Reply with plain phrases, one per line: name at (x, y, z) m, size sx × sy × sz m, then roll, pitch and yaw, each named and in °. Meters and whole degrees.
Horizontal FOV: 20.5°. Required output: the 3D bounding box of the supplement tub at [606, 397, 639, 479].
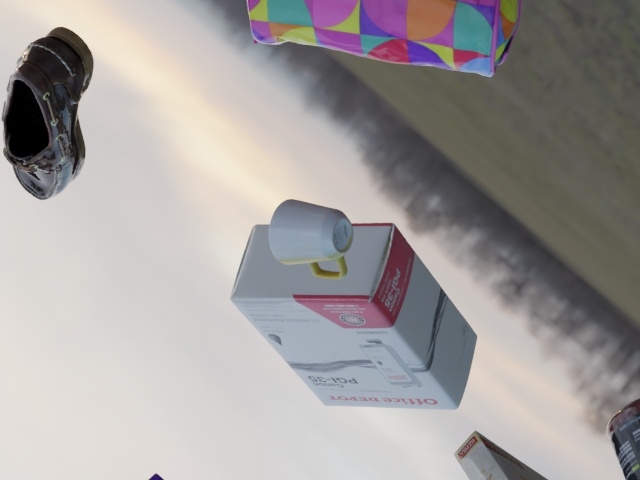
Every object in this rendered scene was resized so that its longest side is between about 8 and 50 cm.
supplement tub at (0.385, 0.267, 1.888) m, size 0.106 × 0.106 × 0.197 m, roll 33°, pitch -147°, yaw -54°

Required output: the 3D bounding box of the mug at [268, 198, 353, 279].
mug at (0.000, -0.004, 1.659) m, size 0.064 × 0.062 × 0.078 m, roll 3°, pitch 162°, yaw 37°

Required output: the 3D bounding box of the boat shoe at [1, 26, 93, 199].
boat shoe at (-0.246, -0.098, 1.534) m, size 0.073 × 0.073 × 0.207 m, roll 29°, pitch 145°, yaw 10°

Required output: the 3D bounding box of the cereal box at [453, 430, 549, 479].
cereal box at (0.254, 0.320, 1.967) m, size 0.173 × 0.047 × 0.240 m, roll 36°, pitch -170°, yaw -26°

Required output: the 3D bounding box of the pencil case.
pencil case at (0.052, -0.200, 1.514) m, size 0.236 × 0.104 × 0.104 m, roll 10°, pitch 174°, yaw 19°

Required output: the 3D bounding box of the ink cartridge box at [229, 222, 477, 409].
ink cartridge box at (0.048, 0.099, 2.227) m, size 0.207 × 0.117 × 0.283 m, roll -1°, pitch 147°, yaw 30°

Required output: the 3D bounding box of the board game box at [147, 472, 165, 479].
board game box at (-0.109, 0.509, 1.601) m, size 0.356 × 0.356 × 0.356 m, roll 31°, pitch 158°, yaw 44°
